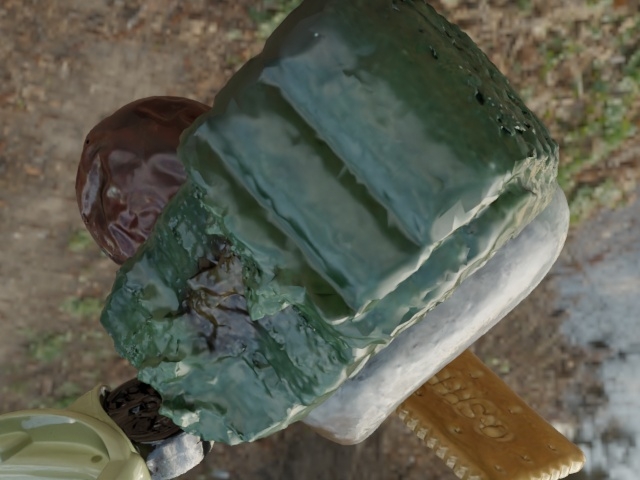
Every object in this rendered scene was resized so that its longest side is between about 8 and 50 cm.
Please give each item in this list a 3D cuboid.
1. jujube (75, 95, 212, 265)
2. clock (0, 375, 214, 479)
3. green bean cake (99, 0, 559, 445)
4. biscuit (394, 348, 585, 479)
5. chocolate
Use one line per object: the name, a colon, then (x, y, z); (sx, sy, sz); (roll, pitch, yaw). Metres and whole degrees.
jujube: (-0.125, -0.040, 1.289); (0.243, 0.183, 0.183); (25, 154, 14)
clock: (-0.250, 0.250, 1.086); (0.276, 0.379, 0.120); (-4, 122, 11)
green bean cake: (0.000, 0.000, 0.839); (0.308, 0.169, 0.300); (-42, 172, 15)
biscuit: (0.149, 0.171, 1.376); (0.160, 0.249, 0.030); (-9, 131, -41)
chocolate: (0.065, 0.034, 1.071); (0.185, 0.100, 0.303); (43, 97, -14)
